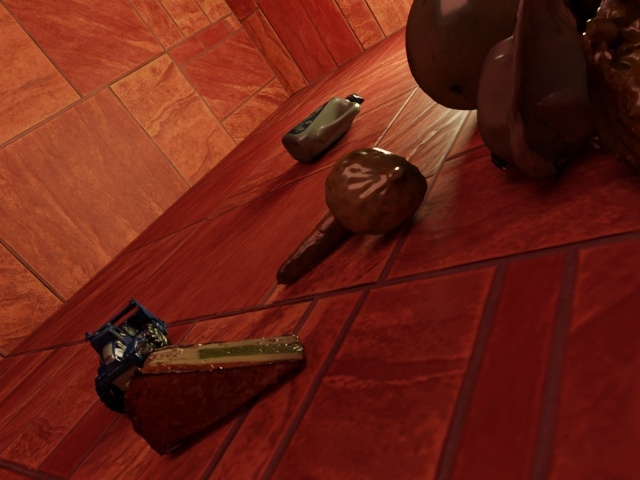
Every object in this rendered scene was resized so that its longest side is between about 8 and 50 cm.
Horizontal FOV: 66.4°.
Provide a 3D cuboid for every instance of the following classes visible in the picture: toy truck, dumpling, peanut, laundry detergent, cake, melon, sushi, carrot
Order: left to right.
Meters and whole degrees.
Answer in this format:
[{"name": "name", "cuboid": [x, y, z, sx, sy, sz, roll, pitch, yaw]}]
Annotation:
[{"name": "toy truck", "cuboid": [-0.339, 0.189, 0.857, 0.113, 0.126, 0.208, -39, 20, -7]}, {"name": "cake", "cuboid": [-0.143, 0.160, 0.622, 0.220, 0.117, 0.086, -36, 14, 5]}, {"name": "carrot", "cuboid": [0.000, 0.000, 0.838, 0.210, 0.061, 0.061, -46, 22, -10]}, {"name": "laundry detergent", "cuboid": [0.028, -0.356, 1.480, 0.280, 0.105, 0.215, -38, 20, -10]}, {"name": "peanut", "cuboid": [0.081, -0.077, 0.765, 0.140, 0.109, 0.159, -39, 48, -24]}, {"name": "melon", "cuboid": [0.297, -0.399, 0.905, 0.268, 0.268, 0.330, -9, 52, 51]}, {"name": "dumpling", "cuboid": [0.270, -0.207, 0.636, 0.163, 0.204, 0.293, -29, 28, 56]}, {"name": "sushi", "cuboid": [0.334, -0.175, 0.446, 0.166, 0.179, 0.296, -8, 56, 24]}]

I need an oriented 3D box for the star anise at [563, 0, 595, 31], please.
[{"name": "star anise", "cuboid": [0.537, -0.505, 0.982, 0.315, 0.108, 0.315, -37, 14, 11]}]
